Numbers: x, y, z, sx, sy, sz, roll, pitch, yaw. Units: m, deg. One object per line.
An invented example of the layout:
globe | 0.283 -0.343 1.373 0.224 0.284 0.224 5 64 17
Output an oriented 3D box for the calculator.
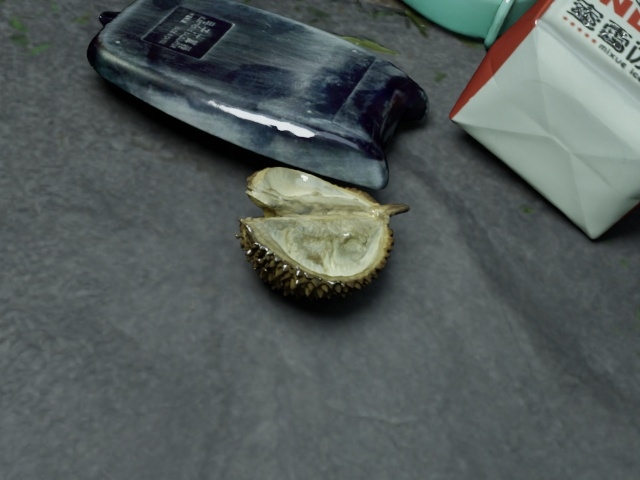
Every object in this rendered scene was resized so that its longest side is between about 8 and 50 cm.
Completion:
calculator | -0.052 -0.129 1.024 0.268 0.040 0.177 20 36 8

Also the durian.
durian | -0.002 -0.001 0.949 0.140 0.071 0.110 -10 66 -30

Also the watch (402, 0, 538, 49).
watch | 0.133 -0.274 1.176 0.195 0.068 0.237 13 50 -8

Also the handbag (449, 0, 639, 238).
handbag | 0.257 -0.166 1.060 0.171 0.151 0.298 40 56 0
